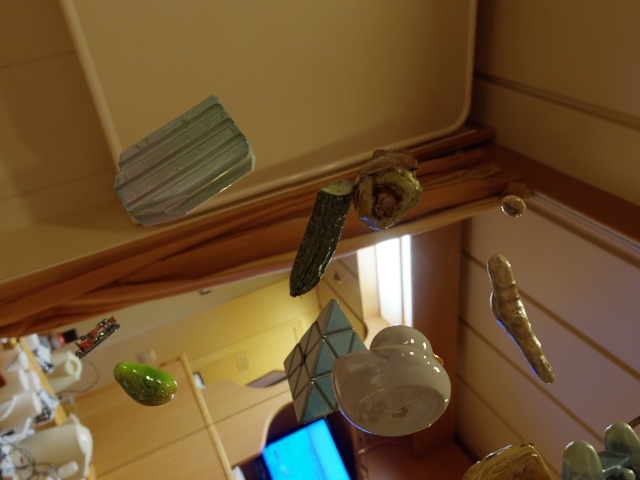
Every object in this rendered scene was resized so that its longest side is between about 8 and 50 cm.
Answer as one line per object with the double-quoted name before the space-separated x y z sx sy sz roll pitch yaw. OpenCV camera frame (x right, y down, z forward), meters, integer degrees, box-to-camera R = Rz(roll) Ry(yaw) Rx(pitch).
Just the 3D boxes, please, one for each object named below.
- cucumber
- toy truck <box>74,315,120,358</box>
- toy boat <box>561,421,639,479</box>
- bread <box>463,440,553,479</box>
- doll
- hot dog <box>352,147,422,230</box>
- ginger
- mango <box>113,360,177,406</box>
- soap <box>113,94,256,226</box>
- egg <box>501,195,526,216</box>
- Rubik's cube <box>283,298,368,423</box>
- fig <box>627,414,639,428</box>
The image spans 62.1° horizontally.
"cucumber" 0.001 0.001 1.099 0.077 0.077 0.265 40 -64 56
"toy truck" -0.372 0.158 0.879 0.024 0.083 0.032 -21 -74 51
"toy boat" 0.582 0.524 1.000 0.123 0.215 0.330 -17 -100 62
"bread" 0.559 0.723 1.550 0.210 0.235 0.099 61 5 -4
"doll" 0.140 0.258 1.056 0.221 0.251 0.221 -176 -90 -74
"hot dog" 0.120 -0.112 1.004 0.103 0.146 0.213 37 24 -23
"ginger" 0.492 0.198 1.335 0.148 0.081 0.334 98 -24 -62
"mango" -0.584 0.475 1.761 0.233 0.111 0.125 35 13 -34
"soap" -0.354 -0.193 1.369 0.208 0.347 0.115 53 -7 18
"egg" 0.674 -0.122 1.864 0.083 0.071 0.071 41 -21 0
"Rubik's cube" 0.018 0.330 1.383 0.228 0.228 0.233 56 -3 27
"fig" 0.930 0.459 1.325 0.249 0.186 0.204 32 -43 30
